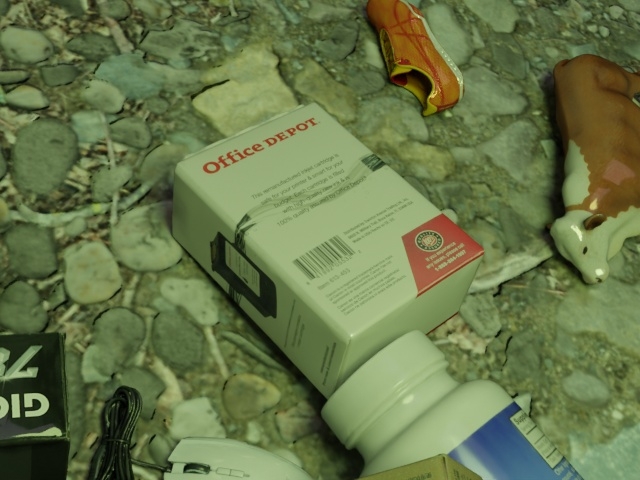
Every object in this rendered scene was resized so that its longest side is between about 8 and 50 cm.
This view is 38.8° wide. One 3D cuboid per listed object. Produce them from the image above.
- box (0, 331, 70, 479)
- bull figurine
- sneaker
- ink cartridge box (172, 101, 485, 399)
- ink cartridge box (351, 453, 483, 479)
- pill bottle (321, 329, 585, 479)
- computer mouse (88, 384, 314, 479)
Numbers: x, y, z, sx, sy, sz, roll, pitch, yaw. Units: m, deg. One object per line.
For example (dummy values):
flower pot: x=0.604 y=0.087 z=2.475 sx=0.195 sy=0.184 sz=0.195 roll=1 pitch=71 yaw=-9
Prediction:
box: x=-0.302 y=0.157 z=0.526 sx=0.293 sy=0.295 sz=0.073 roll=-2 pitch=56 yaw=-21
bull figurine: x=0.343 y=-0.087 z=1.033 sx=0.188 sy=0.101 sz=0.310 roll=14 pitch=56 yaw=-14
sneaker: x=0.100 y=-0.223 z=1.066 sx=0.067 sy=0.064 sz=0.175 roll=-25 pitch=65 yaw=-20
ink cartridge box: x=0.000 y=0.000 z=0.834 sx=0.172 sy=0.100 sz=0.237 roll=-29 pitch=60 yaw=-32
ink cartridge box: x=0.011 y=0.271 z=0.605 sx=0.234 sy=0.088 sz=0.193 roll=-21 pitch=57 yaw=20
pill bottle: x=0.125 y=0.209 z=0.724 sx=0.152 sy=0.152 sz=0.272 roll=-31 pitch=71 yaw=-32
computer mouse: x=-0.087 y=0.188 z=0.735 sx=0.193 sy=0.042 sz=0.106 roll=15 pitch=53 yaw=-8
